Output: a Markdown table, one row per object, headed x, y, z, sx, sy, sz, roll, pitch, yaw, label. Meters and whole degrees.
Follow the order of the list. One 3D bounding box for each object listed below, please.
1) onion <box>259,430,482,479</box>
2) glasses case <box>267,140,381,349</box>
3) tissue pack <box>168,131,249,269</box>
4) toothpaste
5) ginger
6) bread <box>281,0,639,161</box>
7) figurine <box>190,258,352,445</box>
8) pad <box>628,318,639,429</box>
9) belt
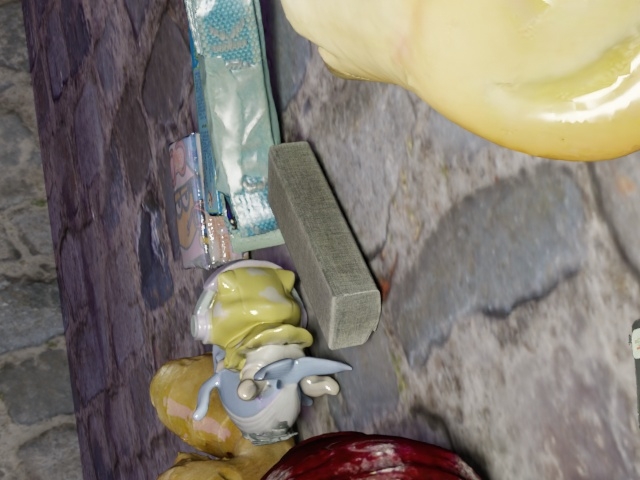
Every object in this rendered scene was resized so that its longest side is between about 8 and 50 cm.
| x | y | z | sx | sy | sz | roll | pitch | yaw | label |
| --- | --- | --- | --- | --- | --- | --- | --- | --- | --- |
| 0.038 | 0.232 | 1.039 | 0.206 | 0.216 | 0.207 | -93 | 20 | -50 | onion |
| 0.000 | 0.000 | 1.308 | 0.071 | 0.047 | 0.205 | 95 | 159 | -43 | glasses case |
| -0.128 | -0.044 | 1.653 | 0.115 | 0.065 | 0.155 | 174 | 91 | -70 | tissue pack |
| -0.099 | -0.160 | 1.522 | 0.050 | 0.065 | 0.266 | -176 | 80 | -72 | toothpaste |
| -0.079 | 0.259 | 1.440 | 0.348 | 0.363 | 0.122 | 1 | 126 | 30 | ginger |
| 0.108 | -0.207 | 0.680 | 0.270 | 0.211 | 0.315 | 27 | 130 | 59 | bread |
| -0.055 | 0.110 | 1.405 | 0.208 | 0.128 | 0.184 | 0 | 93 | 64 | figurine |
| 0.209 | 0.078 | 0.731 | 0.193 | 0.004 | 0.116 | 143 | 129 | -67 | pad |
| -0.082 | -0.133 | 1.425 | 0.087 | 0.072 | 0.302 | -138 | 37 | -66 | belt |
